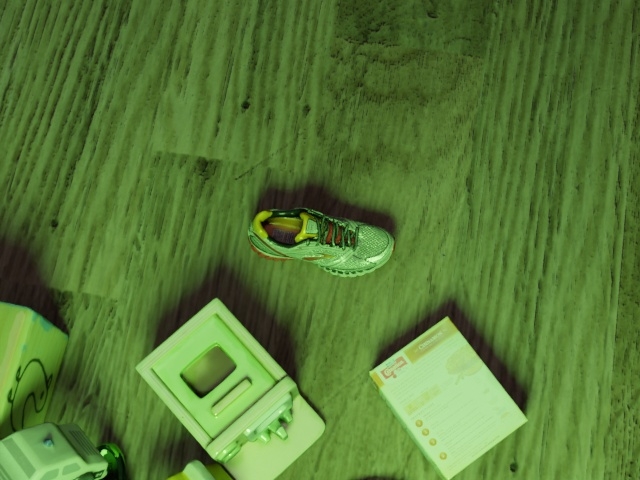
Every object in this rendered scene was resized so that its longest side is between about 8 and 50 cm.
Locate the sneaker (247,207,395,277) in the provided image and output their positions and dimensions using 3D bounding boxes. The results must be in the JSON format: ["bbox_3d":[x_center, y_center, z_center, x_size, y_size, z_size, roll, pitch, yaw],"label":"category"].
[{"bbox_3d":[0.000,0.000,1.422,0.225,0.092,0.088,5,72,2],"label":"sneaker"}]

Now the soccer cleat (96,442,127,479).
[{"bbox_3d":[-0.287,0.369,1.318,0.060,0.072,0.178,-16,73,-4],"label":"soccer cleat"}]

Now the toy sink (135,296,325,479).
[{"bbox_3d":[-0.121,0.222,1.332,0.153,0.131,0.234,-40,77,-11],"label":"toy sink"}]

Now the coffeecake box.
[{"bbox_3d":[0.180,0.227,1.359,0.142,0.068,0.185,-34,75,-9],"label":"coffeecake box"}]

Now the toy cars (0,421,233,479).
[{"bbox_3d":[-0.260,0.307,1.228,0.394,0.087,0.176,21,27,-19],"label":"toy cars"}]

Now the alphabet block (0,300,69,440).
[{"bbox_3d":[-0.490,0.188,1.320,0.194,0.192,0.197,11,74,6],"label":"alphabet block"}]
